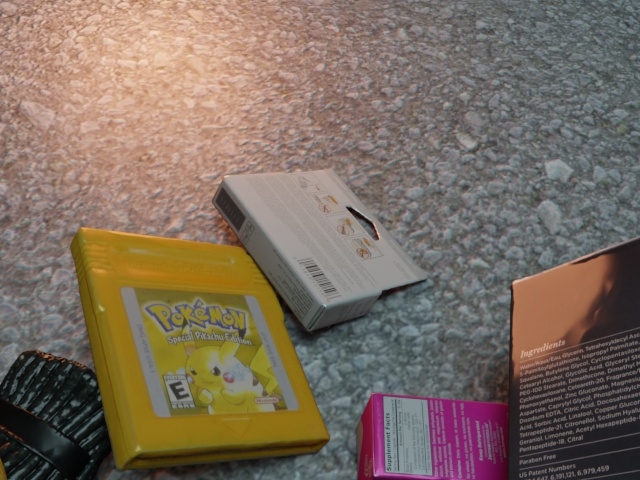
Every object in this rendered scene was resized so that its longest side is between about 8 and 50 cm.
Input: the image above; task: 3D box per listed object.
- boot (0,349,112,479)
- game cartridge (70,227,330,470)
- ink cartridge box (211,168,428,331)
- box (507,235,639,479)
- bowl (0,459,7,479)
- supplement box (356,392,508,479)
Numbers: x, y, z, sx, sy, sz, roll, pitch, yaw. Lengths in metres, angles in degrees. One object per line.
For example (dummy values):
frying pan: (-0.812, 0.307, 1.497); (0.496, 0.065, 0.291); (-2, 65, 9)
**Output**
boot: (-0.420, 0.228, 0.868); (0.348, 0.131, 0.260); (26, 59, -3)
game cartridge: (-0.156, 0.129, 0.973); (0.285, 0.053, 0.324); (8, 47, -40)
ink cartridge box: (0.000, 0.000, 1.174); (0.239, 0.060, 0.275); (-9, 51, -46)
box: (0.384, 0.247, 0.873); (0.293, 0.212, 0.396); (37, 45, -29)
bowl: (-0.442, 0.245, 0.679); (0.289, 0.156, 0.290); (7, 58, -12)
supplement box: (0.161, 0.272, 0.955); (0.220, 0.111, 0.114); (6, 53, -5)
